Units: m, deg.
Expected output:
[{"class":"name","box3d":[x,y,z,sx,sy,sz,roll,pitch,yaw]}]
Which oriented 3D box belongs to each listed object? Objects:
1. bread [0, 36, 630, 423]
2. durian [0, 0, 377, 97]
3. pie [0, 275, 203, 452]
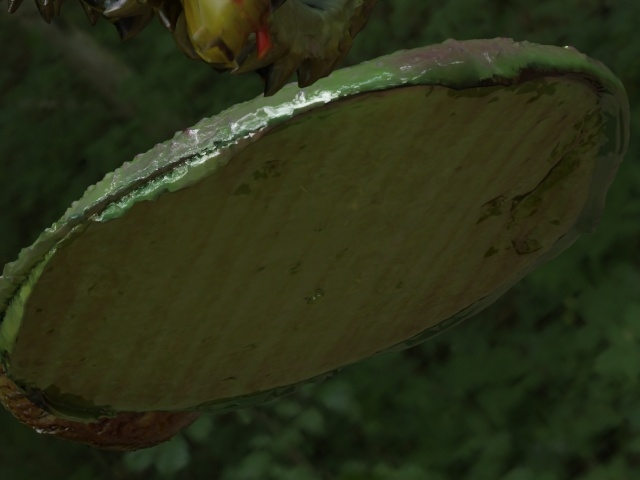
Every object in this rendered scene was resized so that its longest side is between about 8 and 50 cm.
[{"class":"bread","box3d":[-0.005,0.002,0.754,0.301,0.045,0.301,-20,-23,-9]},{"class":"durian","box3d":[-0.067,-0.123,0.437,0.137,0.237,0.193,-20,-41,12]},{"class":"pie","box3d":[-0.161,0.081,1.261,0.163,0.193,0.079,-59,15,25]}]
